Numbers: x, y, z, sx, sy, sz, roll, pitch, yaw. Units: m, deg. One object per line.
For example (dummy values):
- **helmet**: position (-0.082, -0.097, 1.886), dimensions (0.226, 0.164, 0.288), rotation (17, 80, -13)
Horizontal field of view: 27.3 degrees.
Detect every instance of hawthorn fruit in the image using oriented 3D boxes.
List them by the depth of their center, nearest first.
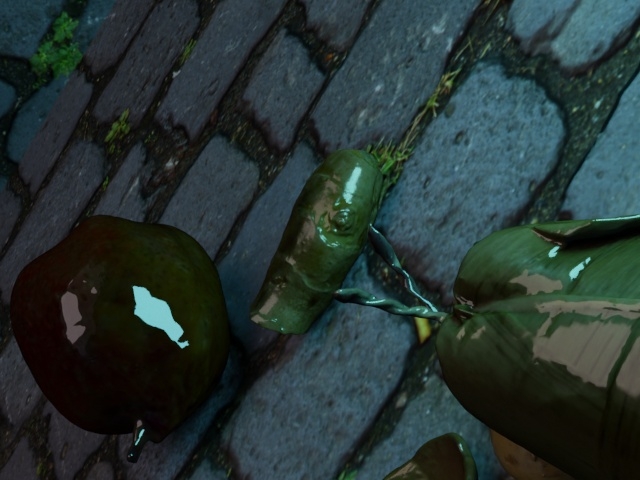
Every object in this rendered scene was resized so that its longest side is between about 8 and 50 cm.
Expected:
- **hawthorn fruit**: position (-0.272, 0.120, 1.850), dimensions (0.324, 0.308, 0.308), rotation (28, 91, 50)

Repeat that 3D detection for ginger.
- **ginger**: position (0.000, 0.000, 1.704), dimensions (0.116, 0.109, 0.263), rotation (30, 93, 32)

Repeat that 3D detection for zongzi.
- **zongzi**: position (0.329, -0.001, 1.043), dimensions (0.500, 0.218, 0.467), rotation (28, 77, 36)

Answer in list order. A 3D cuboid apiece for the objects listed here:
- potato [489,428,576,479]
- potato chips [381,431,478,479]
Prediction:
- **potato**: position (0.242, 0.123, 1.227), dimensions (0.150, 0.146, 0.234), rotation (19, 82, 27)
- **potato chips**: position (0.098, 0.299, 1.359), dimensions (0.195, 0.062, 0.208), rotation (-15, 40, 58)
